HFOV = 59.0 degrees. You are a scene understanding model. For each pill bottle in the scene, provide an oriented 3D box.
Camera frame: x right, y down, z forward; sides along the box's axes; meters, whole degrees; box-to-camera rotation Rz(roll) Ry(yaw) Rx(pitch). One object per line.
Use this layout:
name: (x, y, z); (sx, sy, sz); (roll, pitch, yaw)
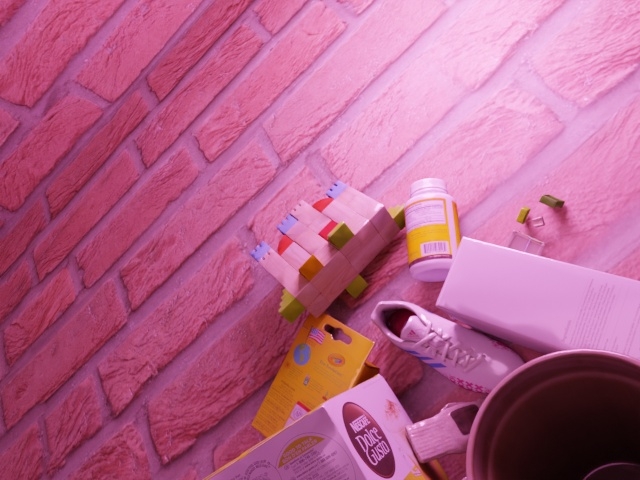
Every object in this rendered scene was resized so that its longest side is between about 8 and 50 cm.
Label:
pill bottle: (0.247, -0.025, 1.248); (0.117, 0.117, 0.214); (-15, 64, 30)

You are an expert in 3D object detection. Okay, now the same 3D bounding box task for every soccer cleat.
soccer cleat: (0.243, 0.214, 1.140); (0.331, 0.143, 0.115); (21, 85, 38)

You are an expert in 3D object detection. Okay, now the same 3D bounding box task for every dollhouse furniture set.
dollhouse furniture set: (0.444, -0.022, 1.172); (0.076, 0.059, 0.151); (30, 109, 31)

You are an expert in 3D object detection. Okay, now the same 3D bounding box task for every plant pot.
plant pot: (0.422, 0.371, 0.838); (0.323, 0.280, 0.323); (-27, 37, 23)

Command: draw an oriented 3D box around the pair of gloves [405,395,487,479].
pair of gloves: (0.288, 0.408, 1.029); (0.240, 0.204, 0.042); (56, 150, 32)

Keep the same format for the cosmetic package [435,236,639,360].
cosmetic package: (0.424, 0.130, 1.018); (0.366, 0.197, 0.155); (19, 83, 37)

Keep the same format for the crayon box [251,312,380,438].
crayon box: (-0.002, 0.339, 1.300); (0.202, 0.081, 0.318); (27, 89, 38)

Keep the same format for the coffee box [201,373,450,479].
coffee box: (0.021, 0.483, 1.007); (0.338, 0.338, 0.334); (-37, 73, 15)

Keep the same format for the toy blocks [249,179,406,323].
toy blocks: (0.000, 0.000, 1.380); (0.381, 0.190, 0.261); (-46, 40, -6)
